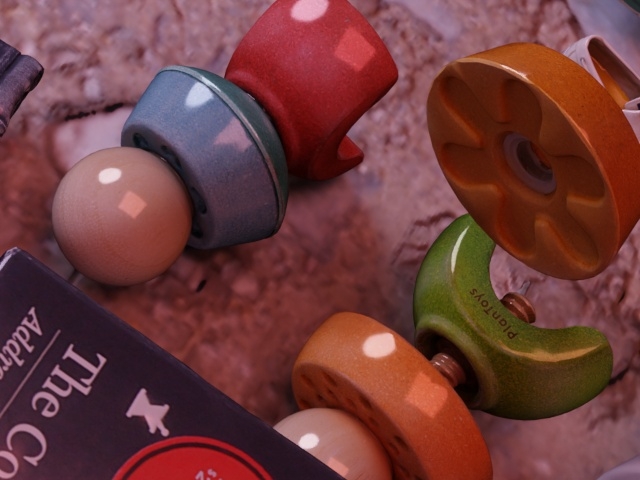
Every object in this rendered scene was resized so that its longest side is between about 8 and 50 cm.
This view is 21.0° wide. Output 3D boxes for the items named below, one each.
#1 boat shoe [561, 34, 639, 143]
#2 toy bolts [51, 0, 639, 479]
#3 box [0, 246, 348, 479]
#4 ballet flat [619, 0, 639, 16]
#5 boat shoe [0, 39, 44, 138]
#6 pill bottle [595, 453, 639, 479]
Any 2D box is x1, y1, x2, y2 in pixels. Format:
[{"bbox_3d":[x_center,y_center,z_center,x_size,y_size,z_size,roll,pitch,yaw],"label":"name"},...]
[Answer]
[{"bbox_3d":[0.165,-0.065,0.898,0.035,0.035,0.100,-36,87,-32],"label":"boat shoe"},{"bbox_3d":[0.000,0.000,0.715,0.158,0.218,0.228,-36,70,-25],"label":"toy bolts"},{"bbox_3d":[-0.085,0.240,0.577,0.312,0.179,0.343,36,60,-9],"label":"box"},{"bbox_3d":[0.332,-0.122,0.956,0.400,0.139,0.139,25,61,-13],"label":"ballet flat"},{"bbox_3d":[-0.187,-0.032,0.704,0.083,0.065,0.183,34,59,-8],"label":"boat shoe"},{"bbox_3d":[0.285,0.111,0.795,0.334,0.188,0.188,-19,79,-30],"label":"pill bottle"}]
